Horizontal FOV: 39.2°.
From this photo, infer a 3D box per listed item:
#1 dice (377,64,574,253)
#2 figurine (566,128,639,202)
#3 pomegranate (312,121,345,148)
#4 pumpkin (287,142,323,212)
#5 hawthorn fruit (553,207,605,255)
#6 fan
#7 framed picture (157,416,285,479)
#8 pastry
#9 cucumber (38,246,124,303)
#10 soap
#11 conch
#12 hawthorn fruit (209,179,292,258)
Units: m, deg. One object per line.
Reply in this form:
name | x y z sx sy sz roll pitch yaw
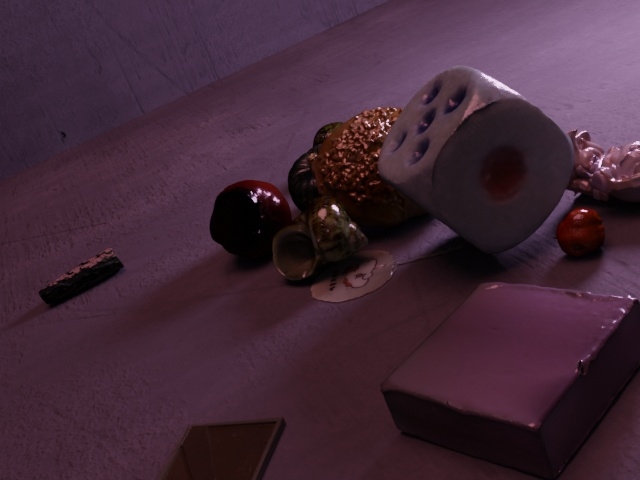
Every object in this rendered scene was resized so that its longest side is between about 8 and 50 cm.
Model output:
dice | 0.289 -0.151 1.693 0.265 0.268 0.262 -55 22 5
figurine | 0.566 -0.144 1.698 0.162 0.141 0.236 -29 25 -27
pomegranate | 0.045 -0.227 2.350 0.138 0.163 0.125 1 -9 13
pumpkin | 0.016 -0.150 2.148 0.211 0.152 0.212 -25 22 11
hawthorn fruit | 0.458 -0.015 1.599 0.093 0.093 0.093 -18 25 9
fan | 0.132 0.051 1.818 0.329 0.009 0.191 -15 25 16
framed picture | -0.176 0.372 1.406 0.189 0.023 0.260 -11 27 23
pastry | 0.138 -0.172 1.953 0.315 0.184 0.285 -12 62 -1
cucumber | -0.603 0.100 2.273 0.211 0.062 0.078 -35 -7 -13
soap | 0.282 0.183 1.313 0.296 0.107 0.285 -38 29 -32
conch | 0.003 0.000 1.881 0.124 0.187 0.181 9 3 -39
hawthorn fruit | -0.163 -0.056 2.092 0.189 0.190 0.251 -22 11 0
